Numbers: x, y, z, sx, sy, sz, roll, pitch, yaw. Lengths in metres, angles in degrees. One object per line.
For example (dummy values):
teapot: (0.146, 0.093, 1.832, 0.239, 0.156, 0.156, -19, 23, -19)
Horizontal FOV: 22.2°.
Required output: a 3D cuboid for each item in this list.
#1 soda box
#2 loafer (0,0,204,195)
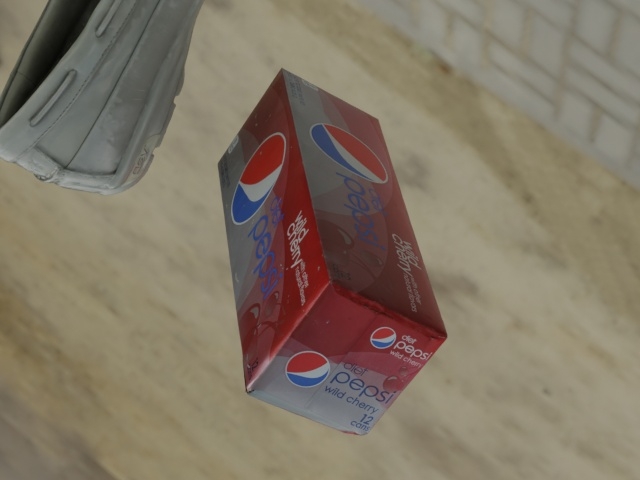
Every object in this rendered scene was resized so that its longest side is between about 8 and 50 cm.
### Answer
soda box: (0.000, 0.000, 1.017, 0.083, 0.092, 0.263, 26, -154, -23)
loafer: (-0.123, -0.186, 1.040, 0.111, 0.319, 0.112, 16, -174, -30)
